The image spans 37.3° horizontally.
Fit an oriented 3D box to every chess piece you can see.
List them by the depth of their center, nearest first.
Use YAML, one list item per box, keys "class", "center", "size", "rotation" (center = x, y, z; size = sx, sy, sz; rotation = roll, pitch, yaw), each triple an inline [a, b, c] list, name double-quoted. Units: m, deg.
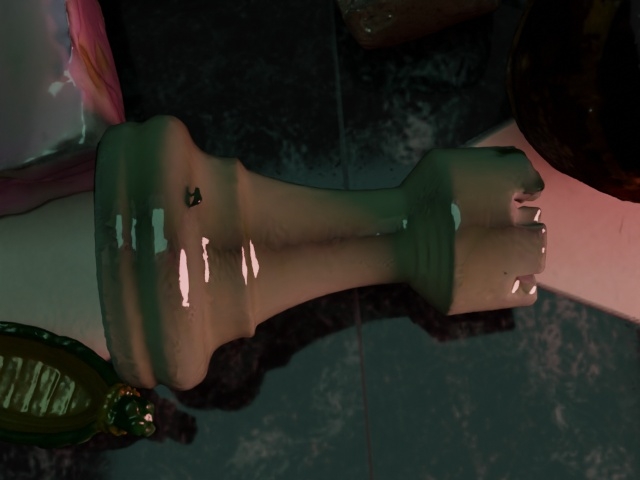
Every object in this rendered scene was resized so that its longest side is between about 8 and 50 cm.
- class: "chess piece"
  center: [0.000, 0.000, 0.678]
  size: [0.299, 0.194, 0.194]
  rotation: [-4, 75, -6]

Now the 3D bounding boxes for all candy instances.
- class: "candy"
  center: [-0.254, -0.160, 0.764]
  size: [0.156, 0.116, 0.265]
  rotation: [-17, 74, 0]

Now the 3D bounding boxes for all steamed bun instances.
- class: "steamed bun"
  center: [0.069, -0.247, 0.755]
  size: [0.145, 0.106, 0.175]
  rotation: [-11, 74, 19]

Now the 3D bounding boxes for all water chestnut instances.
- class: "water chestnut"
  center: [0.238, -0.135, 0.683]
  size: [0.224, 0.238, 0.223]
  rotation: [-2, 95, -22]

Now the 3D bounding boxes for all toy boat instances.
- class: "toy boat"
  center: [-0.223, 0.106, 0.706]
  size: [0.230, 0.088, 0.088]
  rotation: [12, 76, 8]
